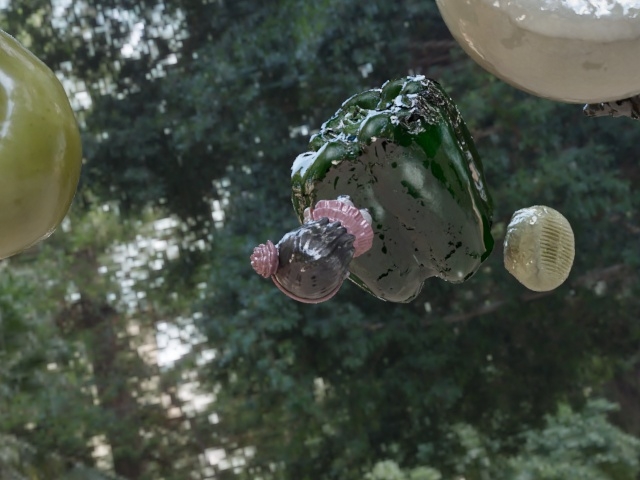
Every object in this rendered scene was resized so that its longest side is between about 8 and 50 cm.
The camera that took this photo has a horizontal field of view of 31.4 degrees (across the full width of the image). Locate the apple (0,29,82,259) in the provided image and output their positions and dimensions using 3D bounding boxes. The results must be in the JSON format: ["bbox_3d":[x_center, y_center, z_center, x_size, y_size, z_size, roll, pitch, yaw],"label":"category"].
[{"bbox_3d":[-0.371,-0.095,1.134,0.262,0.262,0.262,-13,-19,-4],"label":"apple"}]

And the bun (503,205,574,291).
[{"bbox_3d":[0.285,0.010,1.510,0.115,0.115,0.069,4,-3,-43],"label":"bun"}]

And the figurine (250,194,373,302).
[{"bbox_3d":[0.000,0.000,0.921,0.054,0.072,0.129,-55,-3,40],"label":"figurine"}]

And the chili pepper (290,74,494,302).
[{"bbox_3d":[0.101,-0.064,1.460,0.233,0.256,0.248,-17,28,38],"label":"chili pepper"}]

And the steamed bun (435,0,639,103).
[{"bbox_3d":[0.239,-0.247,1.033,0.283,0.283,0.177,-15,-25,1],"label":"steamed bun"}]

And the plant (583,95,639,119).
[{"bbox_3d":[0.402,-0.226,1.219,0.276,0.188,0.199,13,-37,9],"label":"plant"}]
